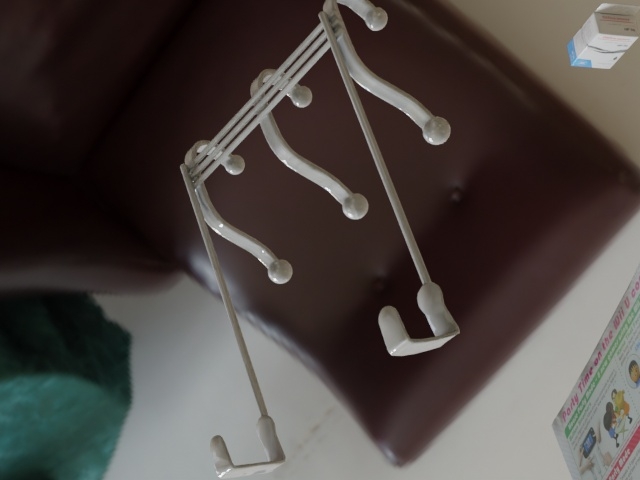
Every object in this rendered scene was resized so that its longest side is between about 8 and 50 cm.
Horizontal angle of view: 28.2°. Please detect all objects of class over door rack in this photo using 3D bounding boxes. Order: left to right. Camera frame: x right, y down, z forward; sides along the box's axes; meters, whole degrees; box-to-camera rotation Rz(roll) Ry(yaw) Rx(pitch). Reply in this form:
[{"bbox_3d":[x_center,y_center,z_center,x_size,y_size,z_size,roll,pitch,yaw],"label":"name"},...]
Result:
[{"bbox_3d":[0.000,0.000,1.000,0.108,0.324,0.239,14,140,-33],"label":"over door rack"}]

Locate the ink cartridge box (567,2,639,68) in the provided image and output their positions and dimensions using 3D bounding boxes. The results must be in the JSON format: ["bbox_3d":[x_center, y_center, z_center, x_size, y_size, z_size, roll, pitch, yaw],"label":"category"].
[{"bbox_3d":[0.300,-0.214,1.340,0.048,0.028,0.083,1,156,-15],"label":"ink cartridge box"}]

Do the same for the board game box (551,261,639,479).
[{"bbox_3d":[0.262,0.167,0.790,0.097,0.303,0.224,1,135,-16],"label":"board game box"}]
